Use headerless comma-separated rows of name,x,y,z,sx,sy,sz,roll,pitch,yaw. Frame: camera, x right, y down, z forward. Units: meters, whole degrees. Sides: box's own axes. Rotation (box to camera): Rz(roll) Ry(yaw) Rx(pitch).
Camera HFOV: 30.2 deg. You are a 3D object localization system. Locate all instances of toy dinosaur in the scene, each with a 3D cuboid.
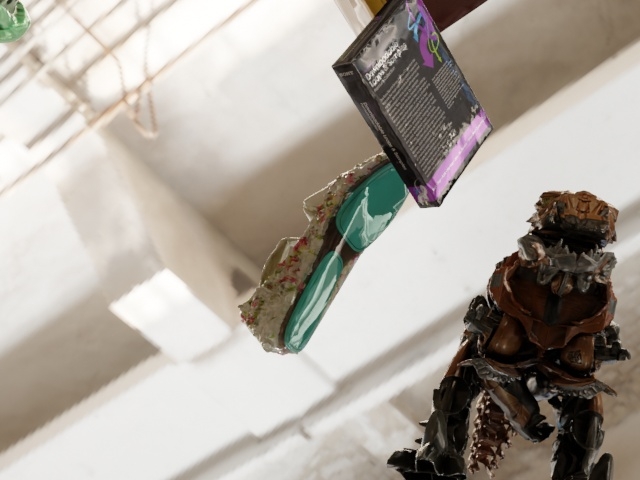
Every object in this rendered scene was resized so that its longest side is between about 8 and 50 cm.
toy dinosaur,0.158,0.103,0.867,0.164,0.322,0.218,0,-127,20

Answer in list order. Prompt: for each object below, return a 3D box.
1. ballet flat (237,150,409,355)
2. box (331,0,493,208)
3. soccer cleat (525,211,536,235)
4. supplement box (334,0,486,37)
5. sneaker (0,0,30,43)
ballet flat,0.000,0.000,1.144,0.077,0.091,0.241,23,-112,35
box,0.085,-0.126,1.055,0.029,0.162,0.116,-3,-141,45
soccer cleat,0.263,0.004,1.451,0.029,0.083,0.036,-4,-146,-11
supplement box,0.100,-0.331,1.307,0.194,0.191,0.129,-35,-165,-6
sneaker,-0.195,-0.156,0.626,0.410,0.182,0.158,-17,-159,2
